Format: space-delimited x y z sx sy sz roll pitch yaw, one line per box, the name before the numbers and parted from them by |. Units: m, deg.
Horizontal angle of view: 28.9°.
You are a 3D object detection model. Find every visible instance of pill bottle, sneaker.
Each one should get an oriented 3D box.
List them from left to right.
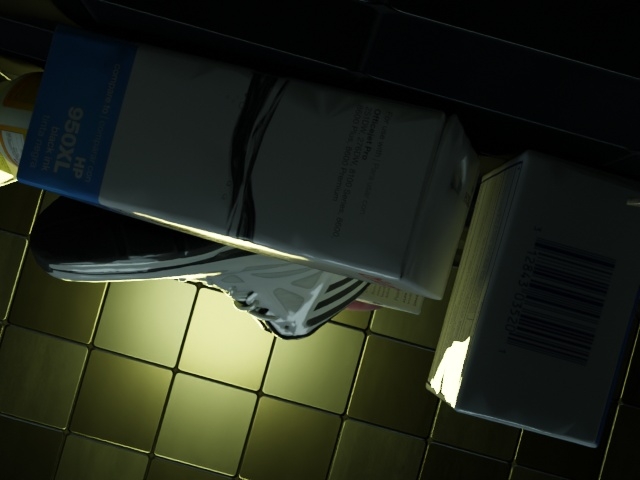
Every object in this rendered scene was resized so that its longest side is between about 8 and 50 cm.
pill bottle | -0.340 -0.149 1.617 0.245 0.136 0.136 14 177 44
sneaker | -0.125 0.045 1.554 0.447 0.258 0.169 -8 -138 -11

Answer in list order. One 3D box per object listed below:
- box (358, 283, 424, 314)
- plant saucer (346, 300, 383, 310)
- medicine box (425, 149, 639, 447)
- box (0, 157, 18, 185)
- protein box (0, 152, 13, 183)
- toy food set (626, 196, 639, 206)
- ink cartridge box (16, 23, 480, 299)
box | 0.096 0.009 1.890 0.119 0.182 0.181 15 178 -12
plant saucer | 0.000 0.000 2.253 0.332 0.084 0.332 22 -156 -10
medicine box | 0.227 0.061 1.322 0.149 0.264 0.289 16 178 0
box | -0.528 -0.152 2.024 0.113 0.094 0.275 14 -159 26
protein box | -0.540 -0.152 1.678 0.136 0.200 0.201 -27 179 -2
toy food set | 0.350 -0.044 0.987 0.132 0.039 0.192 9 175 -25
ink cartridge box | -0.057 -0.071 1.262 0.394 0.166 0.285 14 178 15
